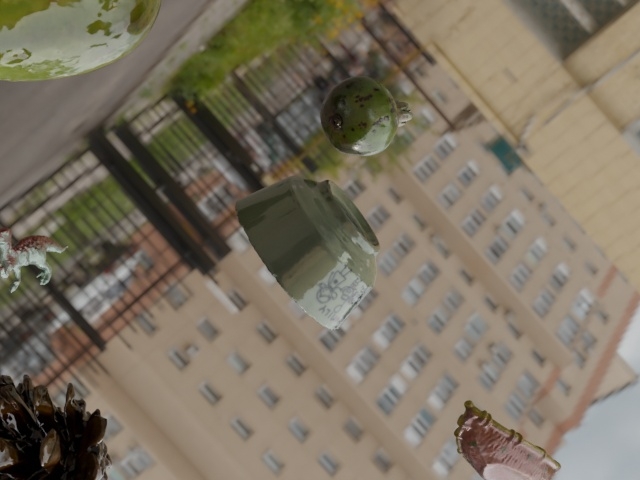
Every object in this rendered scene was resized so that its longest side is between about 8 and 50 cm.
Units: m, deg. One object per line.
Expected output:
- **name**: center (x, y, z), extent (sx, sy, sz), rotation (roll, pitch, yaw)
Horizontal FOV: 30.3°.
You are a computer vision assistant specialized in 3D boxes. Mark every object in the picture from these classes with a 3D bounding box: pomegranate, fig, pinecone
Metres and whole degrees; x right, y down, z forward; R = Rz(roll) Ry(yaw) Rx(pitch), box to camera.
- **pomegranate**: center (0.068, -0.176, 1.658), extent (0.142, 0.114, 0.114), rotation (-12, 161, -43)
- **fig**: center (-0.361, -0.317, 1.510), extent (0.326, 0.258, 0.258), rotation (-39, -178, -33)
- **pinecone**: center (-0.374, 0.278, 1.508), extent (0.229, 0.201, 0.202), rotation (-43, -165, 50)

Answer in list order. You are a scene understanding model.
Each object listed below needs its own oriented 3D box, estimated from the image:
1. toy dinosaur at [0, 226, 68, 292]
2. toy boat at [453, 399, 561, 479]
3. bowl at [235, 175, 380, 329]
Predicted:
- **toy dinosaur**: center (-0.549, 0.019, 2.246), extent (0.242, 0.053, 0.167), rotation (-34, 141, -53)
- **toy boat**: center (0.323, 0.371, 2.030), extent (0.141, 0.318, 0.099), rotation (-19, -126, 29)
- **bowl**: center (0.000, 0.000, 1.496), extent (0.112, 0.211, 0.211), rotation (-36, -175, 12)
